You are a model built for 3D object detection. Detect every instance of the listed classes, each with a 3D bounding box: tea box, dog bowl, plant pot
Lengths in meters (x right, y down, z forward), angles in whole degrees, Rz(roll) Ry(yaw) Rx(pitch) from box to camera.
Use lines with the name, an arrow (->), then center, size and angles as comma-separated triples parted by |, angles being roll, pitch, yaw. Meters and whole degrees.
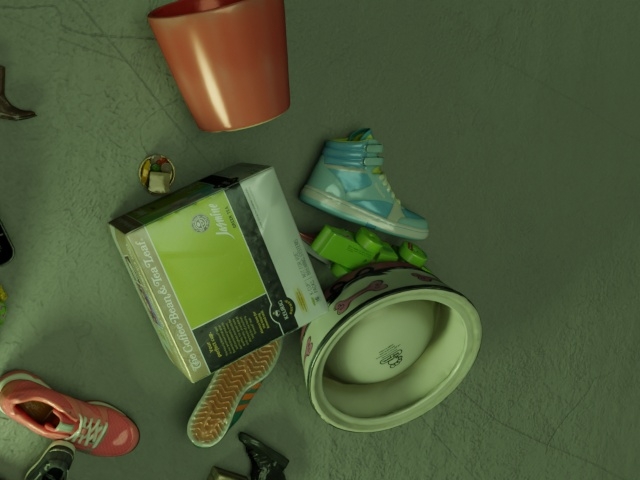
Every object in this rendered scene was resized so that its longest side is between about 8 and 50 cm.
tea box -> -0.209, 0.054, 1.863 | 0.324, 0.220, 0.329 | -26, 106, -18
dog bowl -> 0.138, 0.221, 1.997 | 0.408, 0.150, 0.408 | -13, 129, -17
plant pot -> -0.178, -0.359, 1.810 | 0.275, 0.275, 0.243 | -22, 114, -18

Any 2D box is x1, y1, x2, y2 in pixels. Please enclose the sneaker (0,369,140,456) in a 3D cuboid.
sneaker -> -0.504, 0.370, 1.831 | 0.314, 0.136, 0.116 | 28, 87, -24

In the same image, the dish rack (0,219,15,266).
dish rack -> -0.740, -0.003, 1.717 | 0.272, 0.074, 0.208 | -27, 106, -17

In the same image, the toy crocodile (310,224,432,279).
toy crocodile -> 0.120, 0.037, 2.020 | 0.341, 0.105, 0.115 | 17, 115, -35

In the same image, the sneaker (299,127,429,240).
sneaker -> 0.129, -0.129, 2.028 | 0.319, 0.127, 0.208 | 19, 91, -24

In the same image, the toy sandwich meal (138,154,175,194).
toy sandwich meal -> -0.335, -0.135, 1.887 | 0.086, 0.029, 0.085 | -3, 99, -22

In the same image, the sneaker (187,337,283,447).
sneaker -> -0.189, 0.310, 1.973 | 0.108, 0.121, 0.302 | 35, 73, 1

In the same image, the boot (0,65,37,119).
boot -> -0.603, -0.287, 1.757 | 0.106, 0.037, 0.114 | -6, 95, -24

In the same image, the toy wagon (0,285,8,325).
toy wagon -> -0.678, 0.216, 1.681 | 0.068, 0.267, 0.344 | 27, 51, 10

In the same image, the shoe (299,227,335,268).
shoe -> 0.000, 0.000, 2.029 | 0.178, 0.063, 0.081 | 33, 83, -28

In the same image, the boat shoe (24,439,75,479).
boat shoe -> -0.546, 0.483, 1.821 | 0.075, 0.065, 0.206 | 22, 122, -18

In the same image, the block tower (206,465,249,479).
block tower -> -0.258, 0.672, 1.999 | 0.097, 0.091, 0.335 | 25, 87, -23

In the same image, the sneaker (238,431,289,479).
sneaker -> -0.132, 0.504, 2.046 | 0.170, 0.051, 0.089 | 38, 76, -25
